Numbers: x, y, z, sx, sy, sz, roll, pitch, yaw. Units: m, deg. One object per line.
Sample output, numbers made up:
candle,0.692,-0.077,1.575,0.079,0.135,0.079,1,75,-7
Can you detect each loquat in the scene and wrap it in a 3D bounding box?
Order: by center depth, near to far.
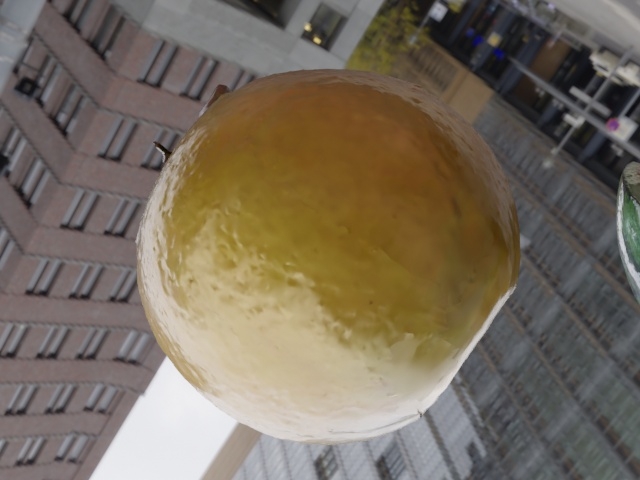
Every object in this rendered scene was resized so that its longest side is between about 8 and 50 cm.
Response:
loquat,0.000,0.000,0.610,0.275,0.275,0.275,29,-162,-11

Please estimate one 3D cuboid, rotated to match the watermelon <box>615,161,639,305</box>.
watermelon,0.558,0.019,1.283,0.293,0.250,0.283,8,-142,1
